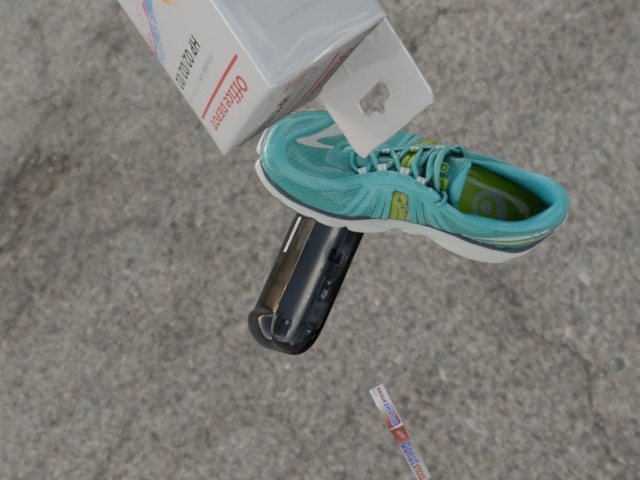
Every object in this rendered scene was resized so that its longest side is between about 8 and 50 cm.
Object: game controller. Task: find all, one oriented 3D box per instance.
[{"bbox_3d":[0.000,0.000,1.339,0.319,0.067,0.166,-66,19,-11],"label":"game controller"}]

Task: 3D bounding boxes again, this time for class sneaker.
[{"bbox_3d":[0.082,-0.058,0.853,0.275,0.110,0.107,12,78,-9],"label":"sneaker"}]

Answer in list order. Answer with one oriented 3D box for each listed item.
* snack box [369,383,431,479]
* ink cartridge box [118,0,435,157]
[{"bbox_3d":[0.106,0.254,1.296,0.022,0.178,0.064,-27,51,0],"label":"snack box"},{"bbox_3d":[-0.039,-0.107,0.431,0.061,0.104,0.181,-35,90,-18],"label":"ink cartridge box"}]
